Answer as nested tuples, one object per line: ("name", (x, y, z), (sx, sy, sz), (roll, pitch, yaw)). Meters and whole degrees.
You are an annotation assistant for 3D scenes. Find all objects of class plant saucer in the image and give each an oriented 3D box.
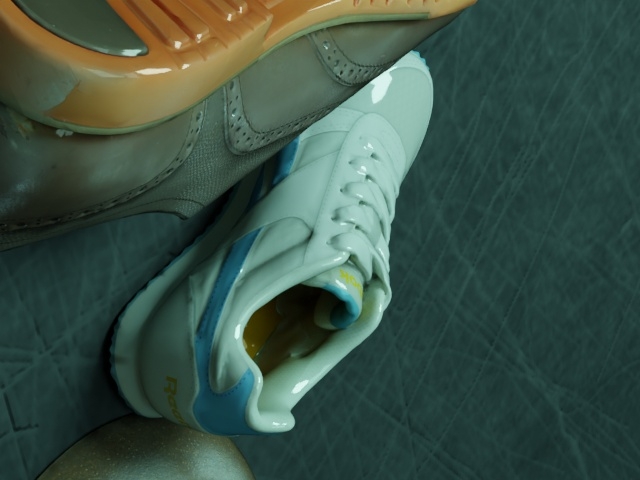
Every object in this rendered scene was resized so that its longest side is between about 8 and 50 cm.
("plant saucer", (-0.084, 0.182, 0.884), (0.199, 0.036, 0.198), (-17, 114, -45))

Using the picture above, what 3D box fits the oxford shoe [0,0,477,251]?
("oxford shoe", (-0.043, -0.094, 0.809), (0.364, 0.130, 0.132), (-25, 153, -51))

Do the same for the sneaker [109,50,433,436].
("sneaker", (0.000, 0.000, 0.880), (0.228, 0.092, 0.087), (-57, 136, -23))
